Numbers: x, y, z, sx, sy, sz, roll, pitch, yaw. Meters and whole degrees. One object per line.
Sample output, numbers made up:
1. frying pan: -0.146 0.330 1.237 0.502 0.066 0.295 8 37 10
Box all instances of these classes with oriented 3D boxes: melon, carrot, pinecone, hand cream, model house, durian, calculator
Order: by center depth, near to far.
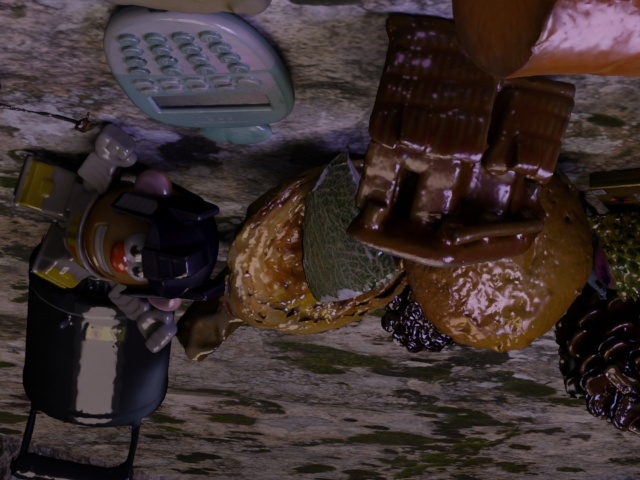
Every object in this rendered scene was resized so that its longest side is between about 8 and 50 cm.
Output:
1. carrot: 0.251 -0.218 1.291 0.254 0.196 0.196 1 164 -21
2. model house: 0.147 -0.106 1.610 0.199 0.219 0.229 12 118 5
3. calculator: -0.124 -0.175 1.690 0.184 0.042 0.295 0 159 13
4. melon: 0.051 0.002 1.877 0.093 0.202 0.139 -18 -142 -31
5. durian: 0.407 0.023 2.020 0.119 0.108 0.187 -3 172 18
6. hand cream: 0.335 0.001 2.078 0.052 0.075 0.248 3 160 19
7. pinecone: 0.439 0.153 2.236 0.243 0.257 0.243 19 133 22
8. pinecone: 0.149 0.097 2.316 0.140 0.140 0.121 8 -171 -11

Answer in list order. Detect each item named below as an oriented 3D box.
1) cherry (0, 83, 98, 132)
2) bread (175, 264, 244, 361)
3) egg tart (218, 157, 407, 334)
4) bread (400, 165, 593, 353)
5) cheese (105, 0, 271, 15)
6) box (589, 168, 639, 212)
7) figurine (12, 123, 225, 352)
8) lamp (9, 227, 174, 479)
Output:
1. cherry: -0.365 -0.145 1.753 0.226 0.090 0.107 0 155 8
2. bread: -0.103 0.066 2.208 0.232 0.088 0.128 -39 -173 11
3. egg tart: 0.000 0.000 2.004 0.297 0.132 0.297 -16 135 -16
4. bread: 0.201 0.013 1.893 0.240 0.239 0.139 10 176 -16
5. cheese: -0.128 -0.273 1.310 0.159 0.093 0.263 -1 160 7
6. box: 0.402 -0.063 1.936 0.133 0.023 0.090 -6 158 28
7. figurine: -0.236 -0.009 1.964 0.308 0.143 0.308 24 147 17
8. lamp: -0.305 0.117 2.196 0.205 0.374 0.272 9 139 1
